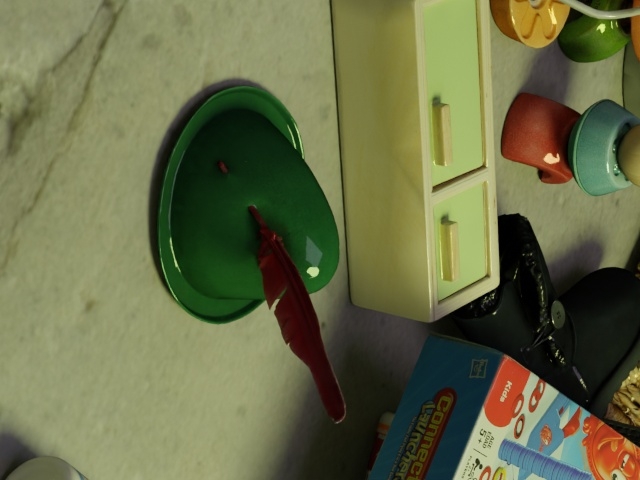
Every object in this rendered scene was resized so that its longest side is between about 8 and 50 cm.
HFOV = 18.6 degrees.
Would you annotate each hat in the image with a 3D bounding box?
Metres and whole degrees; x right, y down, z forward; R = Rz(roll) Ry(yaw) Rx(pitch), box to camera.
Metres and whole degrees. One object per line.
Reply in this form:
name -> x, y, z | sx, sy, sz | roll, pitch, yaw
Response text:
hat -> 0.000, 0.000, 1.430 | 0.173, 0.183, 0.208 | -10, 107, -50

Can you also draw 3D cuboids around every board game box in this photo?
board game box -> 0.146, 0.278, 1.619 | 0.302, 0.086, 0.308 | 34, 75, -43

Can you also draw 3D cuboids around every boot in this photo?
boot -> 0.212, 0.051, 1.778 | 0.246, 0.094, 0.207 | -56, 131, -39

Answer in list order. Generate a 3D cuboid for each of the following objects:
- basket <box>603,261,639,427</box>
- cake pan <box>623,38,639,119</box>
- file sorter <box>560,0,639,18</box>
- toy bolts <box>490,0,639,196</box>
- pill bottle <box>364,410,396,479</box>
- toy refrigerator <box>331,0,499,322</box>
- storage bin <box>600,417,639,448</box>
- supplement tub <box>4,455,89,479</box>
basket -> 0.444, 0.136, 1.994 | 0.299, 0.213, 0.223 | 44, 64, -47
cake pan -> 0.395, -0.180, 1.981 | 0.293, 0.054, 0.293 | -16, 112, -48
file sorter -> 0.268, -0.339, 1.613 | 0.173, 0.193, 0.278 | 14, 69, -55
toy bolts -> 0.259, -0.154, 1.733 | 0.218, 0.158, 0.228 | 18, 85, -52
pill bottle -> 0.075, 0.227, 1.661 | 0.086, 0.086, 0.152 | 18, 85, -52
toy refrigerator -> 0.083, -0.080, 1.586 | 0.102, 0.094, 0.269 | -24, 118, -46
storage bin -> 0.297, 0.263, 1.917 | 0.084, 0.122, 0.180 | -54, 136, -28
supplement tub -> -0.172, 0.203, 1.360 | 0.107, 0.071, 0.071 | 49, 62, -44
